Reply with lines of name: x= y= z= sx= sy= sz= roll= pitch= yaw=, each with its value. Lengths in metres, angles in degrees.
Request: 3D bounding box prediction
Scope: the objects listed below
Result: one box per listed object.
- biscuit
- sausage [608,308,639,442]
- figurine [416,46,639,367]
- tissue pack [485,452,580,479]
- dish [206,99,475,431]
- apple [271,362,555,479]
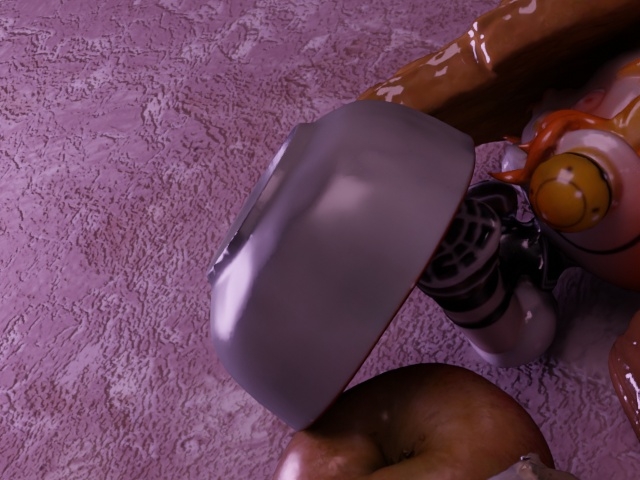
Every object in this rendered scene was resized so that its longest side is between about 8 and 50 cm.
biscuit: x=0.185 y=-0.153 z=1.300 sx=0.351 sy=0.057 sz=0.312 roll=-17 pitch=-13 yaw=-35
sausage: x=0.275 y=0.156 z=1.103 sx=0.086 sy=0.086 sz=0.289 roll=-27 pitch=41 yaw=5
figurine: x=0.233 y=-0.038 z=1.243 sx=0.323 sy=0.196 sz=0.320 roll=-31 pitch=3 yaw=15
tissue pack: x=0.201 y=0.258 z=0.945 sx=0.123 sy=0.215 sz=0.257 roll=-40 pitch=41 yaw=4
dish: x=0.000 y=0.000 z=1.141 sx=0.256 sy=0.117 sz=0.256 roll=-57 pitch=7 yaw=10
apple: x=0.065 y=0.192 z=1.138 sx=0.209 sy=0.164 sz=0.209 roll=-13 pitch=38 yaw=11
